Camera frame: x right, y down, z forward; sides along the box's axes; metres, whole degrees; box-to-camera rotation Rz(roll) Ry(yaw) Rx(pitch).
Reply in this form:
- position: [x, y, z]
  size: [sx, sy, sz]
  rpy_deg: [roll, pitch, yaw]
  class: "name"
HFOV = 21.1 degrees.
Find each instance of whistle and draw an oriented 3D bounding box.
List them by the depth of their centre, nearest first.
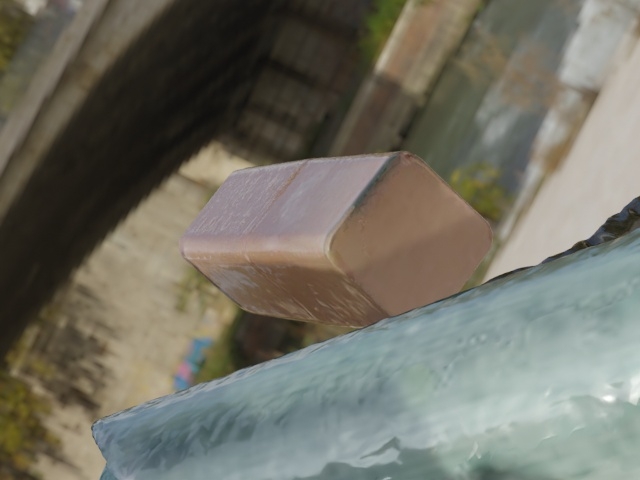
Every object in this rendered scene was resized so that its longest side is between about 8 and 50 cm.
- position: [0.056, 0.034, 0.375]
  size: [0.312, 0.062, 0.062]
  rpy_deg: [-22, 30, 36]
  class: "whistle"

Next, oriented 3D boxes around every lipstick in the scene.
- position: [0.000, 0.000, 0.569]
  size: [0.045, 0.045, 0.145]
  rpy_deg: [-51, 17, -15]
  class: "lipstick"

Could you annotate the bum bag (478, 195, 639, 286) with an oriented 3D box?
- position: [0.181, 0.061, 1.132]
  size: [0.326, 0.142, 0.080]
  rpy_deg: [-29, 23, -24]
  class: "bum bag"
